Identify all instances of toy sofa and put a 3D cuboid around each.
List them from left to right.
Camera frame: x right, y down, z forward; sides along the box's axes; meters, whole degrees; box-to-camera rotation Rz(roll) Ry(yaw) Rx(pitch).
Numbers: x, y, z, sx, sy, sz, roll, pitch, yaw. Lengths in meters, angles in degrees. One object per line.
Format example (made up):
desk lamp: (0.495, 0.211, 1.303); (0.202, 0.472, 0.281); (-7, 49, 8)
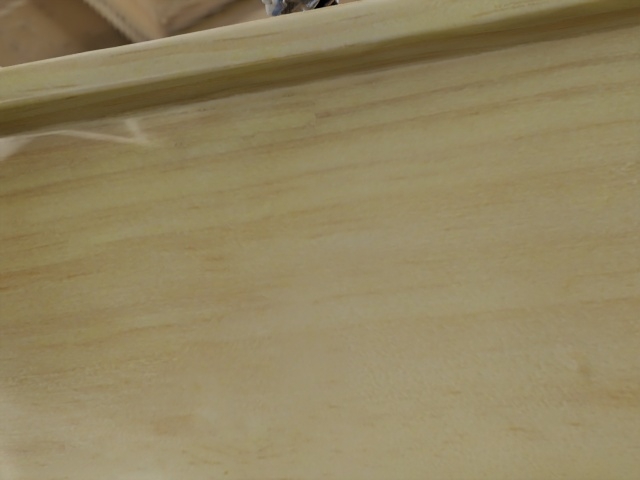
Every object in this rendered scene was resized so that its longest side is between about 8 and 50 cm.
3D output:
toy sofa: (0.007, 0.018, 0.463); (0.362, 0.150, 0.177); (-8, -16, 18)

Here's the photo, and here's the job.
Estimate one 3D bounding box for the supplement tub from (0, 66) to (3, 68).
supplement tub: (-0.222, 0.021, 0.746); (0.316, 0.193, 0.193); (-11, -8, 42)

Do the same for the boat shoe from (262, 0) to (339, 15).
boat shoe: (-0.014, -0.228, 1.362); (0.066, 0.066, 0.183); (11, 11, 2)
